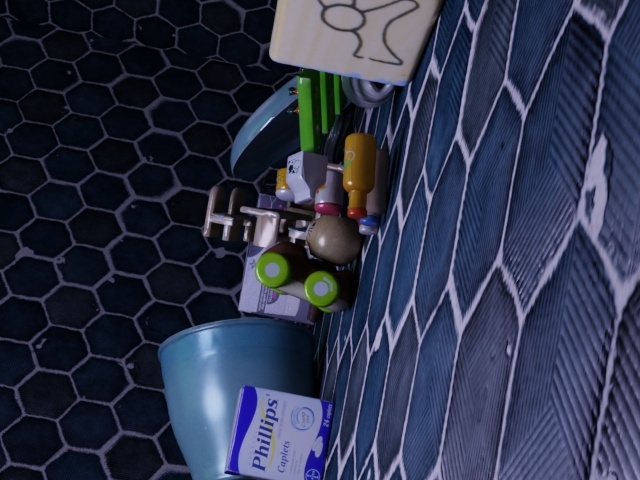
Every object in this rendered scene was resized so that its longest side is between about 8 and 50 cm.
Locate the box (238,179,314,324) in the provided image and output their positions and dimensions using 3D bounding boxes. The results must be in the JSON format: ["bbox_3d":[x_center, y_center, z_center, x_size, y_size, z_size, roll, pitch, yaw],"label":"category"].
[{"bbox_3d":[-0.065,0.022,2.333,0.142,0.163,0.247,-88,9,-77],"label":"box"}]

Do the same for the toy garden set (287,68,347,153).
[{"bbox_3d":[-0.003,-0.263,1.605,0.244,0.049,0.203,-61,-28,-57],"label":"toy garden set"}]

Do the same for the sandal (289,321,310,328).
[{"bbox_3d":[-0.029,0.149,2.465,0.179,0.040,0.067,-64,11,7],"label":"sandal"}]

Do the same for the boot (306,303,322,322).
[{"bbox_3d":[-0.008,0.115,2.167,0.106,0.037,0.114,-59,-13,-60],"label":"boot"}]

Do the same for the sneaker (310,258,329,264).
[{"bbox_3d":[-0.020,0.049,2.195,0.038,0.098,0.069,42,125,36],"label":"sneaker"}]

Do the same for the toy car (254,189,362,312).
[{"bbox_3d":[0.000,0.000,1.717,0.155,0.149,0.188,53,-122,-81],"label":"toy car"}]

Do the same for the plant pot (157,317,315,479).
[{"bbox_3d":[-0.129,0.298,1.969,0.271,0.272,0.255,108,156,-64],"label":"plant pot"}]

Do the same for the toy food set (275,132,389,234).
[{"bbox_3d":[0.022,-0.058,1.541,0.232,0.111,0.104,-17,65,56],"label":"toy food set"}]

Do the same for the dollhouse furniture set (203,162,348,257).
[{"bbox_3d":[-0.049,-0.066,2.056,0.242,0.212,0.161,2,-81,-66],"label":"dollhouse furniture set"}]

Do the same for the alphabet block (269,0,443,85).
[{"bbox_3d":[0.050,-0.329,1.413,0.197,0.192,0.193,110,168,-65],"label":"alphabet block"}]

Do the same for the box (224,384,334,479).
[{"bbox_3d":[-0.060,0.284,1.675,0.072,0.137,0.126,121,160,-75],"label":"box"}]

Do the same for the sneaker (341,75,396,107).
[{"bbox_3d":[0.092,-0.312,1.583,0.121,0.099,0.262,-155,68,-79],"label":"sneaker"}]

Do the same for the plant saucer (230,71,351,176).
[{"bbox_3d":[-0.038,-0.226,2.032,0.318,0.043,0.317,-38,-7,-5],"label":"plant saucer"}]

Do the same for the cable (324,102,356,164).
[{"bbox_3d":[0.039,-0.275,2.247,0.139,0.072,0.287,-55,-15,-32],"label":"cable"}]
